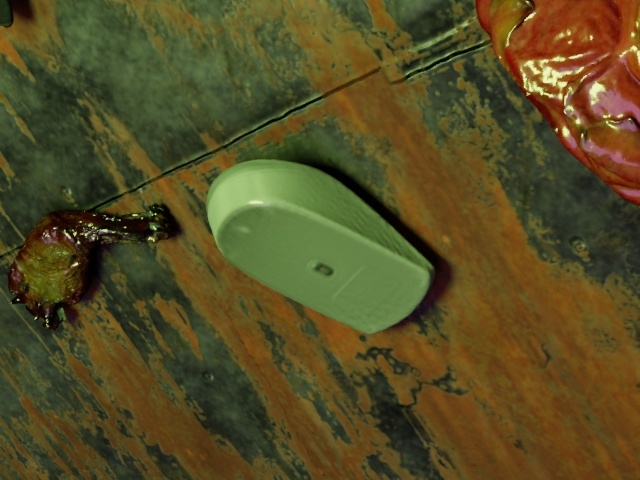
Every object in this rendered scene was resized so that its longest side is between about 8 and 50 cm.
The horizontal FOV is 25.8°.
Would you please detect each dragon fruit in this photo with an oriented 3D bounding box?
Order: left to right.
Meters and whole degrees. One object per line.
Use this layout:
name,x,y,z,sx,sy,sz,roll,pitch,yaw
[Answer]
dragon fruit,0.264,-0.140,1.018,0.317,0.152,0.205,37,130,1

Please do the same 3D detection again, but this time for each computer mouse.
computer mouse,0.000,0.000,1.313,0.231,0.079,0.128,32,136,-16

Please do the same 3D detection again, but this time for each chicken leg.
chicken leg,-0.255,0.014,1.475,0.253,0.051,0.106,-31,110,39

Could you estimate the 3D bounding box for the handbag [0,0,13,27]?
handbag,-0.411,-0.306,1.303,0.254,0.089,0.211,6,119,11
